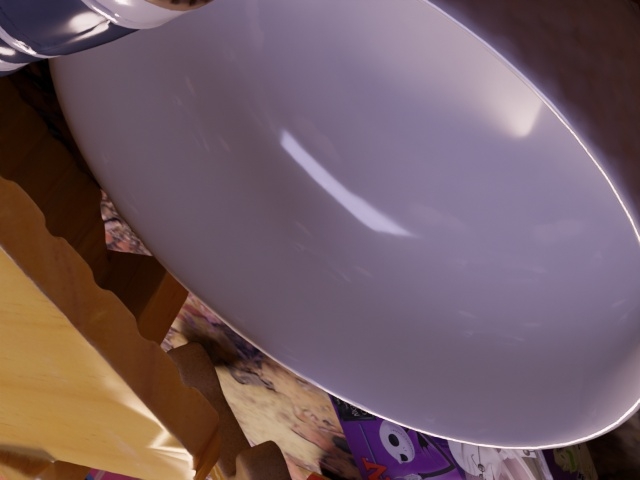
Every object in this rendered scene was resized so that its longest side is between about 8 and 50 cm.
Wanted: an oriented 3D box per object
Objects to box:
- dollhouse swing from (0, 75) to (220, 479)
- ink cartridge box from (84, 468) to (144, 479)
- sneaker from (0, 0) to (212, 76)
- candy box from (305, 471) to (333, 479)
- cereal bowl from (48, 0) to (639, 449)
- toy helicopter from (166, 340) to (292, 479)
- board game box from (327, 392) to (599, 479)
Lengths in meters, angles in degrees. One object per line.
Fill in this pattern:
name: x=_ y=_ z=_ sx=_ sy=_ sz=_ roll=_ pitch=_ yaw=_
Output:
dollhouse swing: x=-0.187 y=-0.037 z=0.757 sx=0.305 sy=0.315 sz=0.347 roll=-15 pitch=124 yaw=36
ink cartridge box: x=-0.236 y=0.356 z=1.410 sx=0.069 sy=0.176 sz=0.371 roll=14 pitch=143 yaw=34
sneaker: x=-0.124 y=-0.201 z=0.458 sx=0.153 sy=0.099 sz=0.282 roll=-17 pitch=78 yaw=41
candy box: x=0.094 y=0.401 z=1.177 sx=0.268 sy=0.122 sz=0.317 roll=20 pitch=146 yaw=27
cereal bowl: x=0.038 y=-0.056 z=0.590 sx=0.339 sy=0.141 sz=0.339 roll=26 pitch=149 yaw=18
toy helicopter: x=-0.057 y=0.235 z=1.013 sx=0.235 sy=0.140 sz=0.355 roll=90 pitch=155 yaw=-45
board game box: x=0.136 y=0.240 z=0.871 sx=0.208 sy=0.056 sz=0.347 roll=-9 pitch=106 yaw=56
